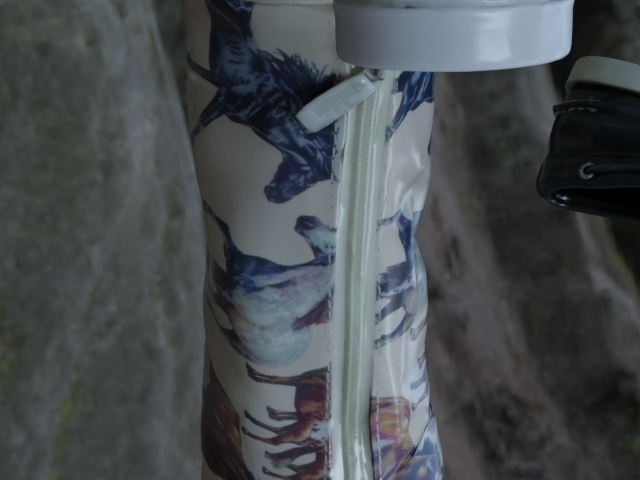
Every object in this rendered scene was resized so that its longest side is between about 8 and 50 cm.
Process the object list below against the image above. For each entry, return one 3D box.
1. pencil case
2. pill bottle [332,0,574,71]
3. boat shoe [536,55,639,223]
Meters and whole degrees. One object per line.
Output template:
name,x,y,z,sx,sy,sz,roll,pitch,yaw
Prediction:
pencil case,0.000,0.000,0.959,0.183,0.160,0.410,-104,-168,-60
pill bottle,0.034,-0.129,0.419,0.087,0.087,0.160,-100,-172,-75
boat shoe,0.287,-0.010,1.001,0.113,0.340,0.127,-60,156,-9
